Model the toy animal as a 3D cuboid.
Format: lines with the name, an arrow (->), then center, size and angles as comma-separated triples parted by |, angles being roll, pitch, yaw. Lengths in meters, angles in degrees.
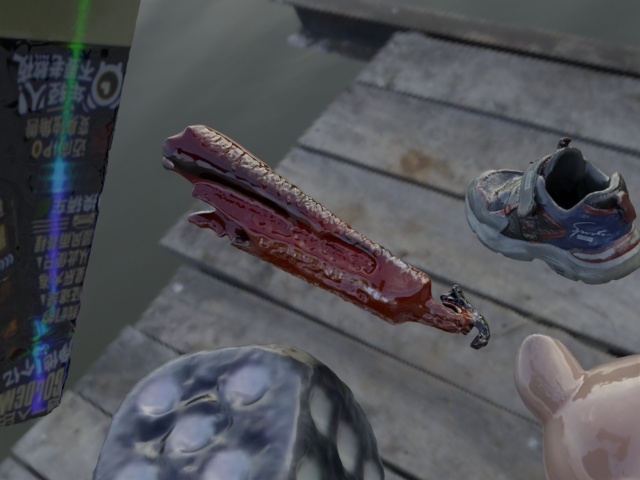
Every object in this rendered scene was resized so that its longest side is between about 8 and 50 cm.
toy animal -> 0.339, 0.153, 1.065 | 0.269, 0.326, 0.237 | -4, 45, -19

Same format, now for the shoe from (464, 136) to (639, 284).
shoe -> 0.230, -0.044, 1.222 | 0.099, 0.126, 0.227 | -38, 41, -24

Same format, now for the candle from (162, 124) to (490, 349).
candle -> 0.000, 0.000, 0.920 | 0.301, 0.084, 0.059 | 29, 46, 19

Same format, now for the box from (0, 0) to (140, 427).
box -> -0.179, -0.060, 0.516 | 0.084, 0.198, 0.310 | 23, 107, 29

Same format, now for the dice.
dice -> -0.059, 0.201, 0.935 | 0.183, 0.182, 0.181 | -11, 43, 22
